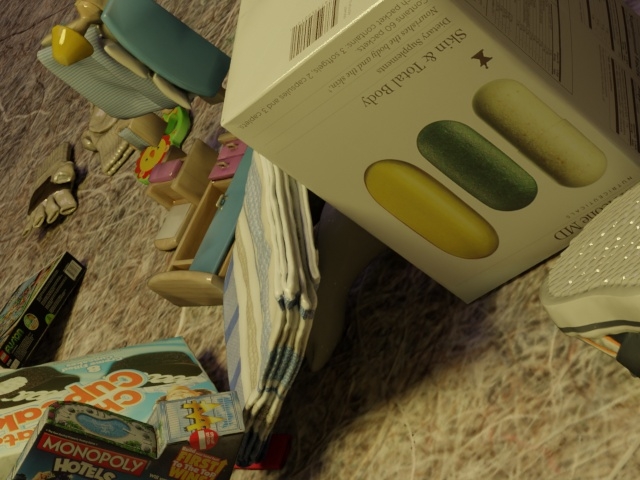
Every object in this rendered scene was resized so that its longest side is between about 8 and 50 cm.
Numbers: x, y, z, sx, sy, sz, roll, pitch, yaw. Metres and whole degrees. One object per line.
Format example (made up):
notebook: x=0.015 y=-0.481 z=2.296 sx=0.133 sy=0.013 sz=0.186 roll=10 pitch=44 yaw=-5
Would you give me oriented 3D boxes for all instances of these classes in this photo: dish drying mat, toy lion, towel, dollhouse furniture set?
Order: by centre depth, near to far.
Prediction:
towel: x=-0.049 y=0.036 z=1.130 sx=0.285 sy=0.034 sz=0.209 roll=108 pitch=159 yaw=-54
dish drying mat: x=-0.054 y=0.184 z=1.214 sx=0.083 sy=0.008 sz=0.032 roll=-11 pitch=54 yaw=52
dollhouse furniture set: x=-0.212 y=-0.092 z=1.450 sx=0.286 sy=0.303 sz=0.198 roll=-6 pitch=53 yaw=55
toy lion: x=-0.201 y=-0.121 z=1.762 sx=0.100 sy=0.034 sz=0.096 roll=-47 pitch=35 yaw=13

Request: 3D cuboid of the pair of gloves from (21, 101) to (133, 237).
pair of gloves: x=-0.339 y=-0.124 z=1.967 sx=0.240 sy=0.042 sz=0.204 roll=-42 pitch=30 yaw=22

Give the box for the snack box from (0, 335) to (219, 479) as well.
snack box: x=-0.257 y=0.172 z=1.260 sx=0.187 sy=0.321 sz=0.060 roll=-139 pitch=40 yaw=-65

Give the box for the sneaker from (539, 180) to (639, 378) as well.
sneaker: x=0.224 y=0.040 z=0.835 sx=0.126 sy=0.127 sz=0.321 roll=-47 pitch=3 yaw=2

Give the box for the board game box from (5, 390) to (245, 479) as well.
board game box: x=-0.152 y=0.193 z=1.120 sx=0.194 sy=0.194 sz=0.060 roll=-58 pitch=25 yaw=20

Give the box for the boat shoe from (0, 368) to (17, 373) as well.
boat shoe: x=-0.448 y=0.258 z=1.639 sx=0.302 sy=0.114 sz=0.091 roll=-40 pitch=25 yaw=28

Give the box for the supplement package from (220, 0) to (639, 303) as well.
supplement package: x=0.095 y=-0.128 z=1.049 sx=0.199 sy=0.262 sz=0.198 roll=-34 pitch=35 yaw=34

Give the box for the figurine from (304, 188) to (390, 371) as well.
figurine: x=0.000 y=0.000 z=1.267 sx=0.209 sy=0.092 sz=0.215 roll=-62 pitch=27 yaw=4

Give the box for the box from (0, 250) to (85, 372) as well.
box: x=-0.375 y=0.109 z=1.720 sx=0.114 sy=0.036 sz=0.207 roll=-32 pitch=21 yaw=36
